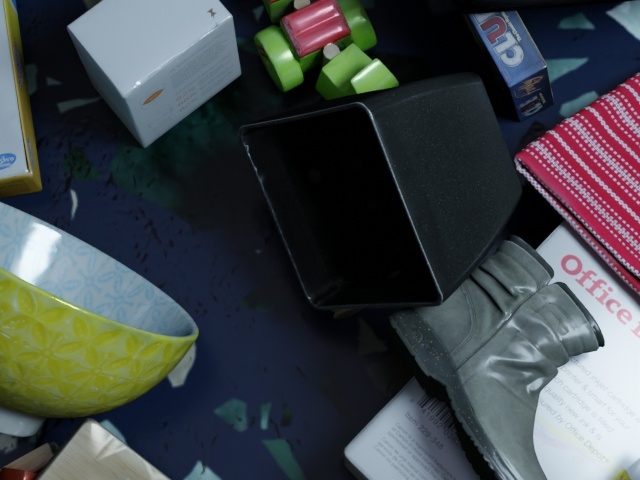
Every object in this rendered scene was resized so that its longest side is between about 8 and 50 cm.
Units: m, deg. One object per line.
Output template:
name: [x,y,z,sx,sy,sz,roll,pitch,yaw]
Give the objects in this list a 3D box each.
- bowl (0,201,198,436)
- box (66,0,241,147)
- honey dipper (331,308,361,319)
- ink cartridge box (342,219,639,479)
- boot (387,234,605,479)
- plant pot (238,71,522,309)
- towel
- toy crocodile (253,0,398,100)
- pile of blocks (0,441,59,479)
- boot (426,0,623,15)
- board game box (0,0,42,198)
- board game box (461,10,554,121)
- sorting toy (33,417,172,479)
bowl: [-0.272,0.082,1.312,0.289,0.289,0.156,30,96,7]
box: [-0.157,-0.183,1.411,0.130,0.170,0.091,-38,80,-8]
honey dipper: [0.000,0.000,1.444,0.030,0.030,0.160,-19,75,-4]
ink cartridge box: [0.201,0.171,1.352,0.306,0.131,0.226,-44,80,-10]
boot: [0.182,0.120,1.253,0.161,0.083,0.246,-30,71,-7]
plant pot: [0.071,-0.057,1.319,0.167,0.187,0.188,-30,105,-35]
towel: [0.333,-0.068,1.390,0.275,0.031,0.199,-32,73,-36]
toy crocodile: [-0.035,-0.267,1.463,0.115,0.105,0.340,-27,78,-6]
pile of blocks: [-0.391,0.268,1.341,0.362,0.112,0.148,-4,78,0]
boot: [0.261,-0.395,1.377,0.445,0.146,0.367,-10,77,-29]
board game box: [-0.423,-0.186,1.467,0.242,0.064,0.316,-9,77,-2]
board game box: [0.151,-0.245,1.425,0.042,0.165,0.243,-28,78,7]
sorting toy: [-0.184,0.338,1.293,0.257,0.089,0.255,40,80,-13]
